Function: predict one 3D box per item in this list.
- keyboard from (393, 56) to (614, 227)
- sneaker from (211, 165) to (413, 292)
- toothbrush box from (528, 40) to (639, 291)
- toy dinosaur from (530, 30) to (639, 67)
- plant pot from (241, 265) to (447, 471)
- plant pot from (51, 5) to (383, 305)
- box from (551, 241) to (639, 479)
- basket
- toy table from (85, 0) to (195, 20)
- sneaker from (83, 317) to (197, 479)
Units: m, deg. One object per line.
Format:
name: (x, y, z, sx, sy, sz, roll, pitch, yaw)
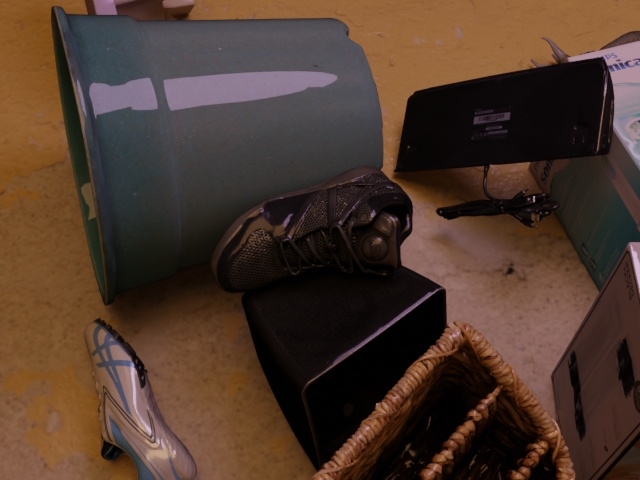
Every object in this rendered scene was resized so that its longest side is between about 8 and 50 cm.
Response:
keyboard: (0.215, -0.110, 1.082, 0.033, 0.317, 0.201, 18, 78, -39)
sneaker: (0.000, 0.000, 0.912, 0.227, 0.087, 0.130, -23, 29, -16)
toothbrush box: (0.390, -0.061, 1.060, 0.126, 0.216, 0.295, -15, 58, -11)
toy dinosaur: (0.421, -0.223, 1.175, 0.160, 0.313, 0.121, 19, 84, -16)
plant pot: (0.016, 0.114, 0.971, 0.188, 0.187, 0.167, -34, 51, -21)
plant pot: (-0.123, -0.123, 1.042, 0.334, 0.341, 0.341, -11, 58, -17)
box: (0.321, 0.148, 0.880, 0.087, 0.290, 0.169, 2, 55, -1)
basket: (0.116, 0.274, 0.834, 0.213, 0.223, 0.299, 37, 63, 21)
toy table: (-0.246, -0.338, 1.229, 0.161, 0.274, 0.252, -15, 18, -14)
sneaker: (-0.220, 0.185, 0.969, 0.086, 0.085, 0.237, -29, 59, -10)
